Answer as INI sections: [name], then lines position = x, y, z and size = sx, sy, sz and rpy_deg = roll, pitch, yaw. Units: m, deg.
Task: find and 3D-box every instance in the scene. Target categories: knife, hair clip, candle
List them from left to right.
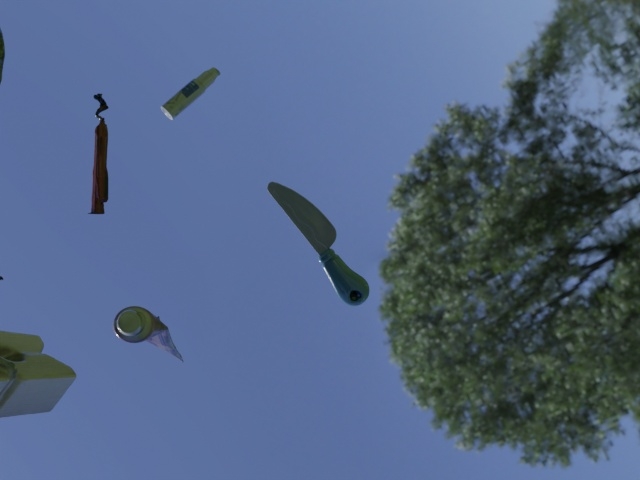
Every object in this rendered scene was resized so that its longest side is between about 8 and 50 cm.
[hair clip]
position = -0.387, 0.134, 0.938
size = 0.101, 0.085, 0.331
rpy_deg = 39, -170, 23
[candle]
position = -0.303, -0.119, 1.267
size = 0.021, 0.026, 0.167
rpy_deg = -27, -57, -70
[knife]
position = 0.002, -0.001, 1.462
size = 0.244, 0.058, 0.032
rpy_deg = 57, -162, -8

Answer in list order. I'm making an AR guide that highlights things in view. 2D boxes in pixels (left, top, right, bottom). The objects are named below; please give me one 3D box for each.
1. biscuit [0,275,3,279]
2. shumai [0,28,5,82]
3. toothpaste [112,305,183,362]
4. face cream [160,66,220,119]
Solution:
[biscuit]
position = -0.550, -0.053, 1.393
size = 0.045, 0.299, 0.154
rpy_deg = -30, -128, -35
[shumai]
position = -0.789, -0.348, 1.609
size = 0.398, 0.324, 0.323
rpy_deg = -26, -136, -25
[toothpaste]
position = -0.232, 0.126, 1.254
size = 0.075, 0.048, 0.301
rpy_deg = 32, 171, 5
[face cream]
position = -0.243, -0.281, 1.735
size = 0.034, 0.130, 0.034
rpy_deg = 43, 165, 15
